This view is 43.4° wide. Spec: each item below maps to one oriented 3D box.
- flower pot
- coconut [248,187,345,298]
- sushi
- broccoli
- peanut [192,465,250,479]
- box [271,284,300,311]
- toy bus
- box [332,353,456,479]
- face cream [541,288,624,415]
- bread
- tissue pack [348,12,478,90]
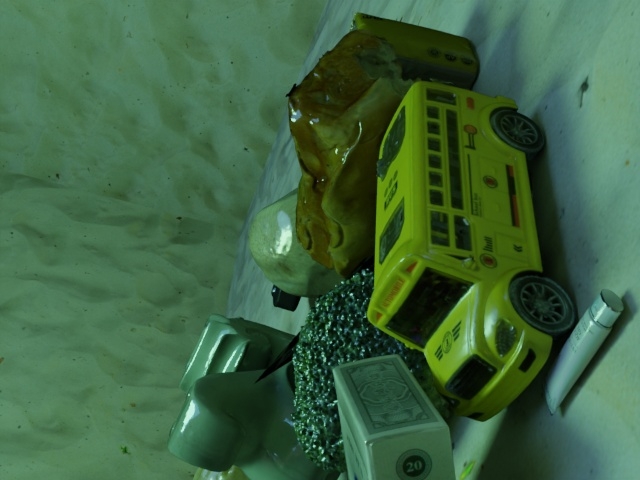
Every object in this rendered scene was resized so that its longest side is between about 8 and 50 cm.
[{"bbox_3d":[-0.076,0.241,1.165,0.367,0.254,0.164,-112,47,-77],"label":"flower pot"},{"bbox_3d":[0.000,0.000,1.334,0.224,0.224,0.224,-165,90,-79],"label":"coconut"},{"bbox_3d":[0.041,0.105,1.085,0.231,0.047,0.220,-50,-13,22],"label":"sushi"},{"bbox_3d":[0.060,0.138,0.913,0.226,0.198,0.176,-48,-47,-42],"label":"broccoli"},{"bbox_3d":[-0.169,0.464,1.668,0.174,0.158,0.340,-28,-41,-76],"label":"peanut"},{"bbox_3d":[-0.035,-0.015,1.782,0.290,0.073,0.289,-80,7,-69],"label":"box"},{"bbox_3d":[0.130,-0.002,0.776,0.144,0.152,0.330,118,163,-46],"label":"toy bus"},{"bbox_3d":[0.072,0.250,0.707,0.164,0.069,0.256,-125,26,-76],"label":"box"},{"bbox_3d":[0.203,0.088,0.633,0.038,0.020,0.115,-91,16,-53],"label":"face cream"},{"bbox_3d":[0.055,-0.093,1.051,0.195,0.149,0.344,-54,-19,-26],"label":"bread"},{"bbox_3d":[0.120,-0.248,1.112,0.120,0.169,0.082,-89,12,-53],"label":"tissue pack"}]
